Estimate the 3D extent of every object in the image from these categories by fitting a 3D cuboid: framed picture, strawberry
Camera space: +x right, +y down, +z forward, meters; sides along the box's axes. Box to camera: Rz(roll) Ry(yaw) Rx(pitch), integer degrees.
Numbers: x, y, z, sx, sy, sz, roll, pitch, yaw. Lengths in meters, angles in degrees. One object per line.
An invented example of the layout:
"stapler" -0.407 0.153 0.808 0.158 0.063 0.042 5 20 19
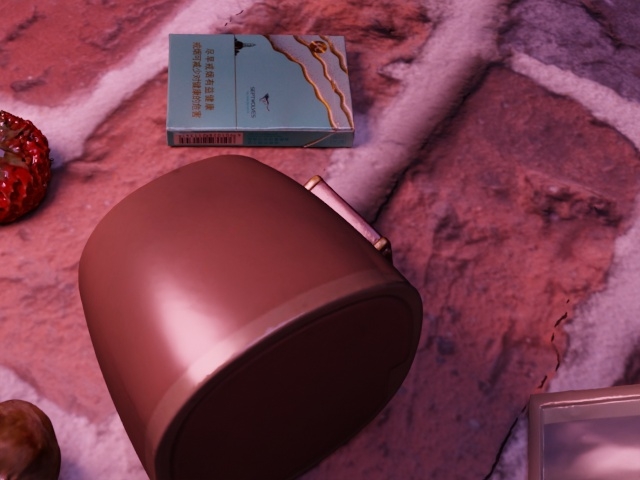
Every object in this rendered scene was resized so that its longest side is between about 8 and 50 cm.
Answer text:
"framed picture" 0.333 0.228 0.871 0.289 0.016 0.213 -11 51 28
"strawberry" -0.371 -0.090 1.057 0.145 0.086 0.145 2 58 -3

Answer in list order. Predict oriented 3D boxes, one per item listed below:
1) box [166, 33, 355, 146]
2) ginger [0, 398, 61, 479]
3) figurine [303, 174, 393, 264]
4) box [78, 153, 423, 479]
"box" -0.077 -0.189 1.179 0.229 0.041 0.162 -1 57 -6
"ginger" -0.237 0.309 0.761 0.375 0.176 0.256 40 46 19
"figurine" -0.001 -0.001 1.054 0.098 0.082 0.154 -45 70 -8
"box" -0.076 0.080 0.867 0.301 0.301 0.216 -26 55 -21
